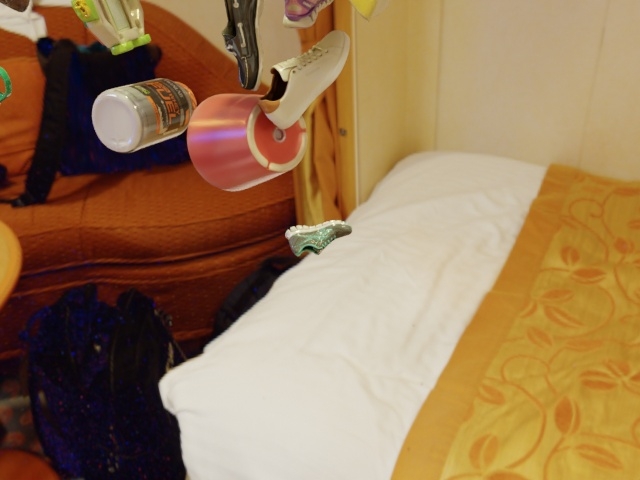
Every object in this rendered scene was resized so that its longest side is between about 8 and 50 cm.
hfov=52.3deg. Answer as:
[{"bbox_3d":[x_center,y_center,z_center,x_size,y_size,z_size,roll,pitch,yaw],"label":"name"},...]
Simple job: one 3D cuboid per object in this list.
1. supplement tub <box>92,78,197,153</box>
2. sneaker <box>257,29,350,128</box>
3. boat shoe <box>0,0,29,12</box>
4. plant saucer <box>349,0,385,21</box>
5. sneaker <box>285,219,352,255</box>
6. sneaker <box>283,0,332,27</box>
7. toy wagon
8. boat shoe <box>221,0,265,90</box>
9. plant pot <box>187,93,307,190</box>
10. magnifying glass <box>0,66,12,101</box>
[{"bbox_3d":[-0.536,-0.397,2.032,0.193,0.194,0.316,11,25,21],"label":"supplement tub"},{"bbox_3d":[-0.041,-0.418,1.599,0.290,0.123,0.106,-53,44,-4],"label":"sneaker"},{"bbox_3d":[-0.784,-0.612,1.466,0.285,0.092,0.103,27,34,-7],"label":"boat shoe"},{"bbox_3d":[0.054,-0.659,1.441,0.081,0.333,0.333,-36,12,25],"label":"plant saucer"},{"bbox_3d":[0.000,0.000,1.601,0.166,0.065,0.076,-10,65,-4],"label":"sneaker"},{"bbox_3d":[-0.031,-0.625,1.625,0.095,0.105,0.236,6,45,18],"label":"sneaker"},{"bbox_3d":[-0.526,-0.586,1.571,0.068,0.267,0.344,-13,23,14],"label":"toy wagon"},{"bbox_3d":[-0.188,-0.492,1.526,0.091,0.303,0.114,-13,38,-21],"label":"boat shoe"},{"bbox_3d":[-0.182,-0.273,1.752,0.274,0.275,0.243,-30,20,-36],"label":"plant pot"},{"bbox_3d":[-1.003,-0.445,2.021,0.092,0.231,0.026,45,43,4],"label":"magnifying glass"}]
